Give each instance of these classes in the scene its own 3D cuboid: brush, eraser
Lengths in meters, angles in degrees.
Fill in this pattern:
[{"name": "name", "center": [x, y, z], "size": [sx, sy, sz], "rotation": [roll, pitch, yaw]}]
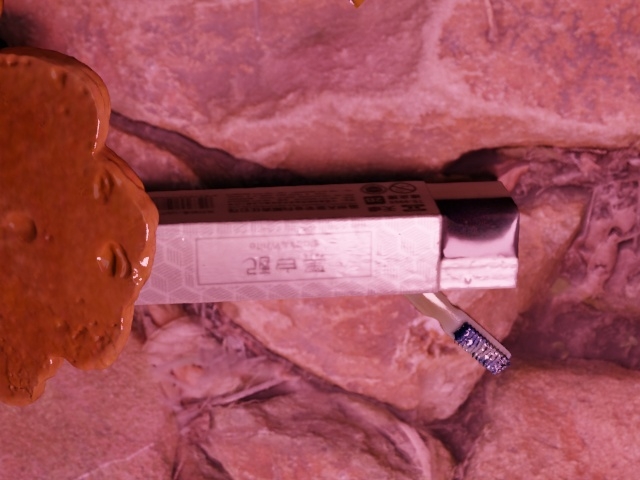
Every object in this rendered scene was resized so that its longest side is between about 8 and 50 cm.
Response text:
[{"name": "brush", "center": [0.145, 0.091, 1.529], "size": [0.033, 0.030, 0.178], "rotation": [-41, 113, 20]}, {"name": "eraser", "center": [0.000, 0.000, 1.433], "size": [0.403, 0.098, 0.096], "rotation": [-1, 114, -7]}]

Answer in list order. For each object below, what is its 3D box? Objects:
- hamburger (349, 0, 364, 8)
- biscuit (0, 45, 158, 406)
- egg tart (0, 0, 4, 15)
[{"name": "hamburger", "center": [0.023, -0.362, 1.260], "size": [0.243, 0.139, 0.261], "rotation": [-43, 112, 9]}, {"name": "biscuit", "center": [-0.286, -0.007, 1.367], "size": [0.269, 0.051, 0.376], "rotation": [16, 111, 15]}, {"name": "egg tart", "center": [-0.379, -0.239, 1.221], "size": [0.170, 0.215, 0.215], "rotation": [4, 113, 10]}]
